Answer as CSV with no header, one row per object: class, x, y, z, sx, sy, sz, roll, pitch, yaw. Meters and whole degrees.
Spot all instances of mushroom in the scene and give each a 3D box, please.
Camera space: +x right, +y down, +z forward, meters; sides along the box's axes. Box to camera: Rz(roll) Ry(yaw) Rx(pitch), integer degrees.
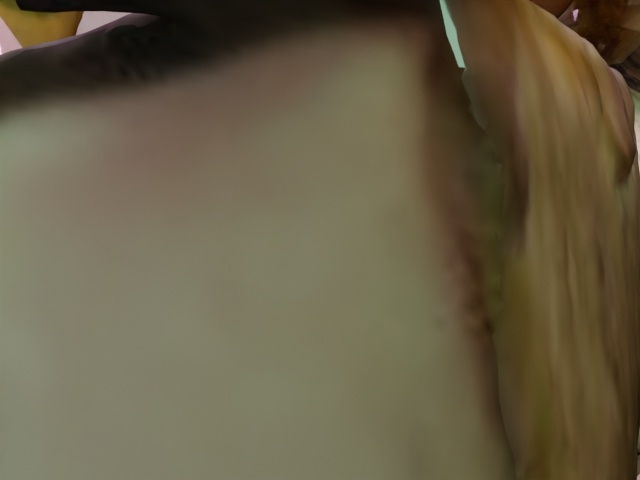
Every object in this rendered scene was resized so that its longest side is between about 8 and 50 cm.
mushroom,0.016,0.096,0.505,0.397,0.224,0.313,3,76,-70

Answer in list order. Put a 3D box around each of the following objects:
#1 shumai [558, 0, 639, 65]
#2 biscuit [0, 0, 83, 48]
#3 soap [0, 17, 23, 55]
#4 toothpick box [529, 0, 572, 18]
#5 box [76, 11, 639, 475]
shumai,0.279,-0.262,1.268,0.314,0.267,0.262,23,27,2
biscuit,-0.173,-0.111,0.738,0.045,0.154,0.299,5,58,30
soap,-0.227,0.006,0.502,0.273,0.218,0.098,-13,69,-46
toothpick box,0.048,-0.220,1.092,0.294,0.192,0.192,1,40,-46
box,0.001,0.000,0.838,0.205,0.051,0.365,-6,44,-46
